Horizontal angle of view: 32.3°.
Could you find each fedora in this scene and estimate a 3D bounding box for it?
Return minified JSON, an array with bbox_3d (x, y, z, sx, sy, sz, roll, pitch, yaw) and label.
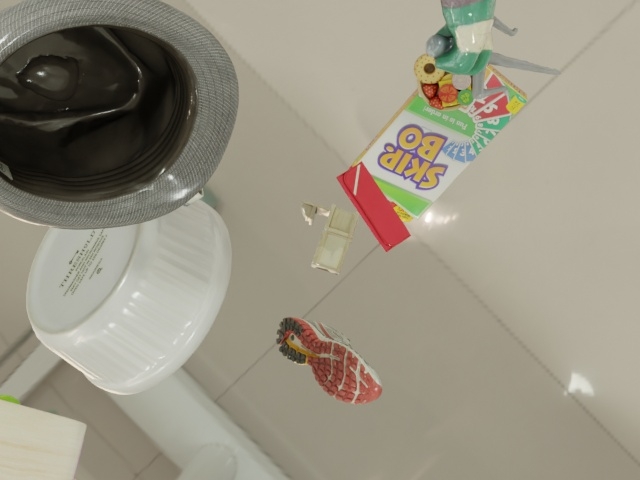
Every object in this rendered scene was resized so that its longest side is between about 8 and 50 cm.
[{"bbox_3d":[-0.229,-0.139,1.053,0.124,0.275,0.244,48,129,45],"label":"fedora"}]

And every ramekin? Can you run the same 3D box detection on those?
[{"bbox_3d":[-0.248,0.044,1.375,0.273,0.273,0.127,-39,134,18],"label":"ramekin"}]

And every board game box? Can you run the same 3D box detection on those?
[{"bbox_3d":[0.157,-0.143,1.554,0.124,0.039,0.259,37,117,-9],"label":"board game box"}]

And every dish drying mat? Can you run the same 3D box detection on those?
[{"bbox_3d":[0.049,-0.031,1.019,0.032,0.008,0.083,-33,89,-25],"label":"dish drying mat"}]

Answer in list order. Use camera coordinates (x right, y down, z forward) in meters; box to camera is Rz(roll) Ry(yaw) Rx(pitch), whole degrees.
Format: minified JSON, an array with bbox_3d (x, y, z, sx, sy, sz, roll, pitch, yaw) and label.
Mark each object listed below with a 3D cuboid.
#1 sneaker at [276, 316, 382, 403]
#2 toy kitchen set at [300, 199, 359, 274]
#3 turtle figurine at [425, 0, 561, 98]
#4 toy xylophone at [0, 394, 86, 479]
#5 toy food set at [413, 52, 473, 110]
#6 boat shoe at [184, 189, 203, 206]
[{"bbox_3d":[0.028,0.189,1.825,0.225,0.092,0.088,38,116,41],"label":"sneaker"},{"bbox_3d":[0.000,0.000,1.266,0.068,0.083,0.075,18,76,3],"label":"toy kitchen set"},{"bbox_3d":[0.037,-0.171,0.479,0.118,0.234,0.175,-46,45,21],"label":"turtle figurine"},{"bbox_3d":[-0.368,0.231,1.064,0.081,0.236,0.322,-7,148,46],"label":"toy xylophone"},{"bbox_3d":[0.167,-0.212,1.462,0.082,0.020,0.083,-8,105,16],"label":"toy food set"},{"bbox_3d":[-0.152,-0.090,1.285,0.035,0.035,0.100,-20,61,25],"label":"boat shoe"}]
